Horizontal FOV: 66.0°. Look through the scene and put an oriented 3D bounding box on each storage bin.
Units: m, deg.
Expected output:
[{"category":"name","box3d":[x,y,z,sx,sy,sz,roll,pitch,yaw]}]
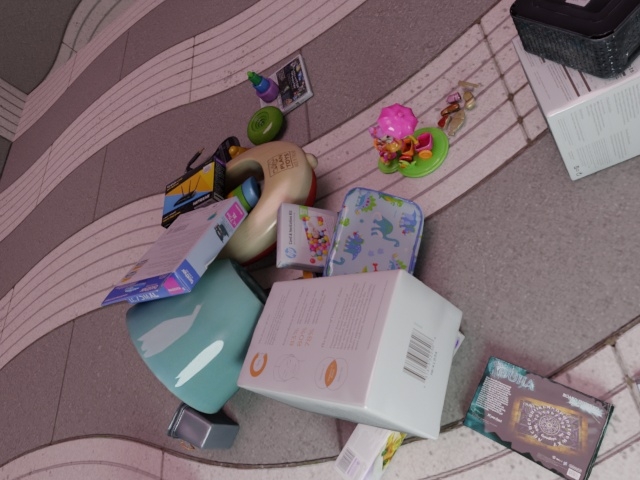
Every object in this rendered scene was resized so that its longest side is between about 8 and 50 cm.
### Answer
[{"category":"storage bin","box3d":[0.390,-0.332,0.725,0.122,0.084,0.180,-47,45,6]},{"category":"storage bin","box3d":[-0.247,0.410,1.061,0.091,0.135,0.098,18,78,32]}]

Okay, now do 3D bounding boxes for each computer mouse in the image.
[{"category":"computer mouse","box3d":[-0.324,-0.235,1.517,0.262,0.060,0.184,-45,51,25]}]

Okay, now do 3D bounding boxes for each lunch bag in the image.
[{"category":"lunch bag","box3d":[0.108,0.016,0.984,0.176,0.090,0.218,15,75,3]}]

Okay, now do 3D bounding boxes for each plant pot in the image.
[{"category":"plant pot","box3d":[-0.226,0.179,1.072,0.235,0.293,0.293,-41,47,-2]}]

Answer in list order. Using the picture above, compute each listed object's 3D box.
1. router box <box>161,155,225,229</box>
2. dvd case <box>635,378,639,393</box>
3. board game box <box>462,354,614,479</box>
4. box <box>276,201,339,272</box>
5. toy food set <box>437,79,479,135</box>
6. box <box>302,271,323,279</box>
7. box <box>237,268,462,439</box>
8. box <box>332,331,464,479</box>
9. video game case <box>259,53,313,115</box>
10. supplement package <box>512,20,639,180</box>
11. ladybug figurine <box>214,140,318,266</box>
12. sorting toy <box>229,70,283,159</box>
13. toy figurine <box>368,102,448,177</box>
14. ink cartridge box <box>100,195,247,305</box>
[{"category":"router box","box3d":[-0.315,-0.113,1.226,0.179,0.046,0.133,-24,53,27]},{"category":"dvd case","box3d":[0.491,0.239,0.661,0.087,0.013,0.119,-20,55,28]},{"category":"board game box","box3d":[0.329,0.270,0.759,0.186,0.026,0.126,19,78,42]},{"category":"box","box3d":[0.000,0.000,1.060,0.038,0.187,0.145,125,149,-54]},{"category":"toy food set","box3d":[0.301,-0.291,1.093,0.078,0.019,0.122,36,98,44]},{"category":"box","box3d":[-0.009,0.065,1.093,0.028,0.081,0.136,-28,52,24]},{"category":"box","box3d":[0.040,0.191,0.861,0.346,0.168,0.214,-11,53,50]},{"category":"box","box3d":[0.139,0.285,0.871,0.067,0.063,0.323,28,85,43]},{"category":"video game case","box3d":[-0.111,-0.456,1.495,0.173,0.022,0.190,-29,51,22]},{"category":"supplement package","box3d":[0.495,-0.272,0.806,0.263,0.199,0.197,-23,54,26]},{"category":"ladybug figurine","box3d":[-0.177,-0.070,1.239,0.450,0.162,0.304,-30,51,23]},{"category":"sorting toy","box3d":[-0.193,-0.332,1.392,0.127,0.126,0.365,-13,62,33]},{"category":"toy figurine","box3d":[0.164,-0.225,1.064,0.173,0.159,0.130,-9,61,35]},{"category":"ink cartridge box","box3d":[-0.297,0.032,1.033,0.186,0.065,0.311,-14,29,32]}]
